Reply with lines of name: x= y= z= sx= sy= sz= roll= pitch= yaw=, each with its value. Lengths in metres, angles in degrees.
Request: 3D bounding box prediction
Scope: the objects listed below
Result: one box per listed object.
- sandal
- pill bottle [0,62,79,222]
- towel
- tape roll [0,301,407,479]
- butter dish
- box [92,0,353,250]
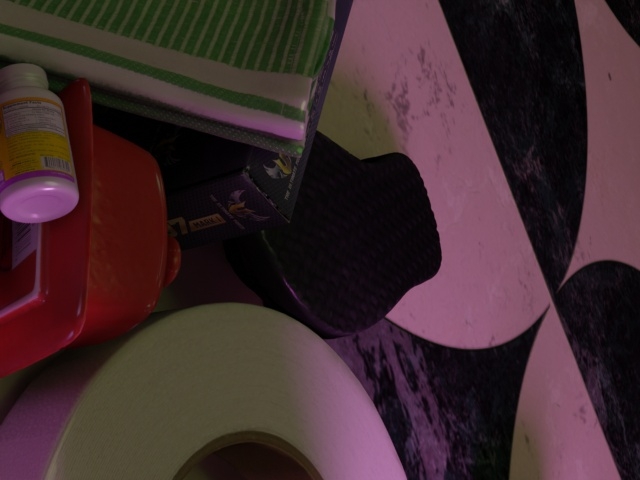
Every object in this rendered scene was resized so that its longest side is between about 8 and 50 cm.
sandal: x=0.001 y=0.002 z=1.130 sx=0.446 sy=0.107 sz=0.168 roll=1 pitch=75 yaw=-71
pill bottle: x=-0.160 y=-0.055 z=0.726 sx=0.043 sy=0.043 sz=0.083 roll=22 pitch=47 yaw=-53
towel: x=-0.099 y=-0.211 z=0.889 sx=0.248 sy=0.038 sz=0.325 roll=14 pitch=53 yaw=-5
tape roll: x=-0.070 y=0.236 z=0.899 sx=0.392 sy=0.072 sz=0.392 roll=15 pitch=70 yaw=-48
butter dish: x=-0.141 y=0.004 z=0.812 sx=0.118 sy=0.160 sz=0.160 roll=12 pitch=67 yaw=-34
box: x=-0.083 y=-0.096 z=0.940 sx=0.059 sy=0.183 sz=0.233 roll=49 pitch=42 yaw=-37
